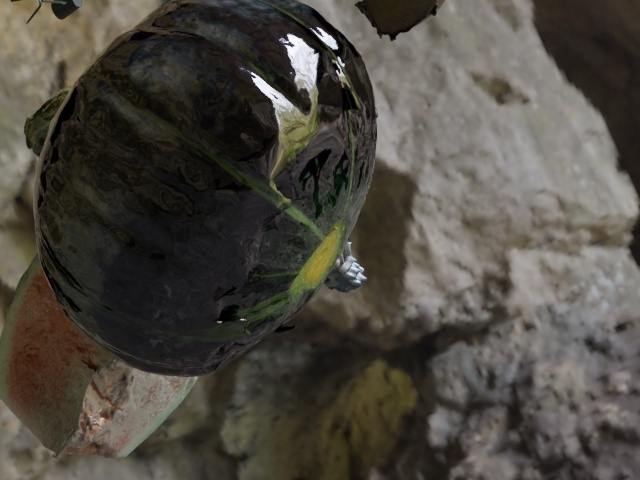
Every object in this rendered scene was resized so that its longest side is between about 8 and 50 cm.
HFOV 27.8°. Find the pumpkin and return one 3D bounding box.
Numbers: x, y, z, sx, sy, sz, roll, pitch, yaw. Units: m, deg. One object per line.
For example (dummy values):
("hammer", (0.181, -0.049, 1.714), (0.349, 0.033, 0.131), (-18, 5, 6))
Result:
("pumpkin", (-0.100, -0.064, 0.968), (0.296, 0.295, 0.296), (-23, -4, -2))

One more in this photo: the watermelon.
("watermelon", (-0.207, 0.079, 1.383), (0.305, 0.224, 0.180), (-60, 18, 13))

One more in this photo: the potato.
("potato", (0.057, -0.263, 1.037), (0.101, 0.172, 0.089), (-23, 17, 42))

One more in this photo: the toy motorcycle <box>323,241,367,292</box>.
("toy motorcycle", (0.000, -0.004, 1.787), (0.204, 0.108, 0.239), (30, -47, -28))

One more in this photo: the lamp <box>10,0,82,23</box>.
("lamp", (-0.392, -0.345, 1.894), (0.054, 0.041, 0.121), (-17, 4, 29))
